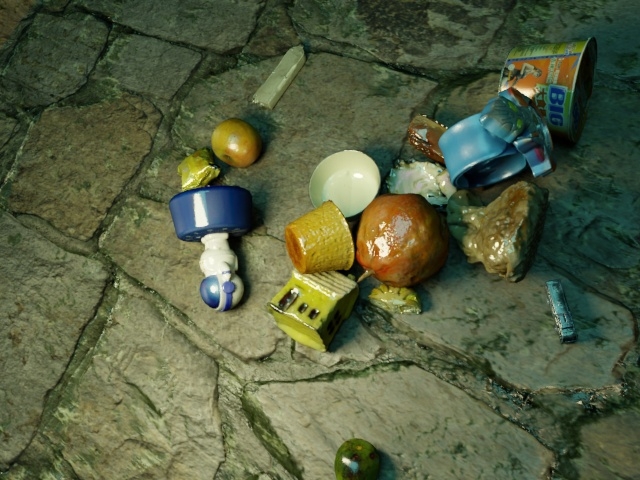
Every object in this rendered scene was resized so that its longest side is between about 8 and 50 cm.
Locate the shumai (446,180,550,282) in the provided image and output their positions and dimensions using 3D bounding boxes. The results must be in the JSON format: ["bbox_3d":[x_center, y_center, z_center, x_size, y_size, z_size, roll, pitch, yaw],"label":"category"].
[{"bbox_3d":[0.456,-0.037,1.508,0.262,0.267,0.314,13,33,25],"label":"shumai"}]

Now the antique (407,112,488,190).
[{"bbox_3d":[0.404,-0.280,1.732,0.310,0.087,0.093,38,86,26],"label":"antique"}]

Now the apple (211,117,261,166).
[{"bbox_3d":[-0.290,-0.346,1.950,0.182,0.182,0.155,20,69,25],"label":"apple"}]

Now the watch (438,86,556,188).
[{"bbox_3d":[0.444,-0.247,1.481,0.274,0.305,0.242,-26,68,40],"label":"watch"}]

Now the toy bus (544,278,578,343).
[{"bbox_3d":[0.637,0.187,1.480,0.047,0.065,0.166,-13,65,13],"label":"toy bus"}]

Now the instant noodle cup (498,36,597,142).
[{"bbox_3d":[0.651,-0.437,1.612,0.213,0.296,0.297,13,74,31],"label":"instant noodle cup"}]

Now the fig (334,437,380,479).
[{"bbox_3d":[0.094,0.619,1.489,0.123,0.123,0.156,14,113,23],"label":"fig"}]

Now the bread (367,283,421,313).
[{"bbox_3d":[0.226,0.163,1.630,0.157,0.083,0.094,24,67,27],"label":"bread"}]

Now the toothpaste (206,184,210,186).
[{"bbox_3d":[-0.431,-0.103,1.977,0.071,0.045,0.194,28,85,35],"label":"toothpaste"}]

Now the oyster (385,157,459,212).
[{"bbox_3d":[0.326,-0.163,1.709,0.259,0.092,0.198,14,65,27],"label":"oyster"}]

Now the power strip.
[{"bbox_3d":[-0.145,-0.607,2.069,0.080,0.048,0.286,30,81,24],"label":"power strip"}]

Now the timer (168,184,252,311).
[{"bbox_3d":[-0.332,0.037,1.794,0.270,0.270,0.384,-12,80,15],"label":"timer"}]

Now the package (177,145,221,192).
[{"bbox_3d":[-0.436,-0.252,1.990,0.168,0.090,0.226,-37,37,4],"label":"package"}]

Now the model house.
[{"bbox_3d":[-0.009,0.181,1.664,0.193,0.175,0.234,25,60,27],"label":"model house"}]

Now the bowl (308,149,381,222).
[{"bbox_3d":[0.089,-0.157,1.769,0.237,0.126,0.238,-6,68,16],"label":"bowl"}]

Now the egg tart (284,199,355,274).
[{"bbox_3d":[0.000,0.000,1.609,0.170,0.215,0.215,-18,61,-21],"label":"egg tart"}]

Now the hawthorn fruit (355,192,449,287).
[{"bbox_3d":[0.213,0.019,1.572,0.298,0.277,0.277,-45,62,-11],"label":"hawthorn fruit"}]
